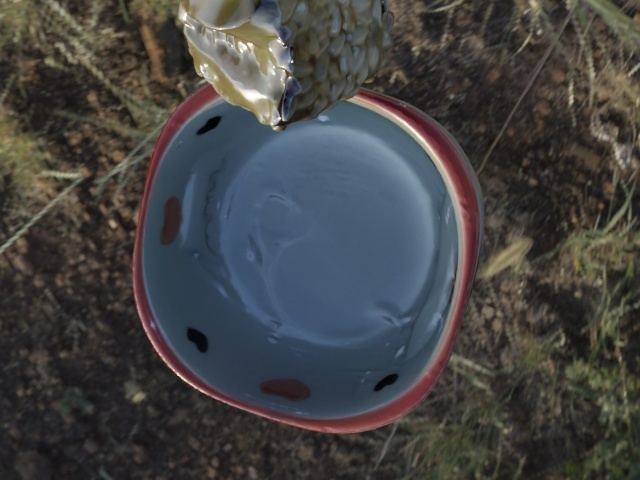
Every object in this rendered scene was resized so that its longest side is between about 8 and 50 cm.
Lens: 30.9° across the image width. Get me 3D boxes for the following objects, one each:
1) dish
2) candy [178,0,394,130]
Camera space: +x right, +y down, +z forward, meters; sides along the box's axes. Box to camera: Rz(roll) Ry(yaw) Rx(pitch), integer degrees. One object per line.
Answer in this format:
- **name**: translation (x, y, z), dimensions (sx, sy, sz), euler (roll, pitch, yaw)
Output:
- **dish**: translation (0.000, 0.000, 0.814), dimensions (0.256, 0.117, 0.256), euler (3, 101, 16)
- **candy**: translation (-0.014, -0.109, 0.569), dimensions (0.085, 0.110, 0.095), euler (37, 144, 31)
